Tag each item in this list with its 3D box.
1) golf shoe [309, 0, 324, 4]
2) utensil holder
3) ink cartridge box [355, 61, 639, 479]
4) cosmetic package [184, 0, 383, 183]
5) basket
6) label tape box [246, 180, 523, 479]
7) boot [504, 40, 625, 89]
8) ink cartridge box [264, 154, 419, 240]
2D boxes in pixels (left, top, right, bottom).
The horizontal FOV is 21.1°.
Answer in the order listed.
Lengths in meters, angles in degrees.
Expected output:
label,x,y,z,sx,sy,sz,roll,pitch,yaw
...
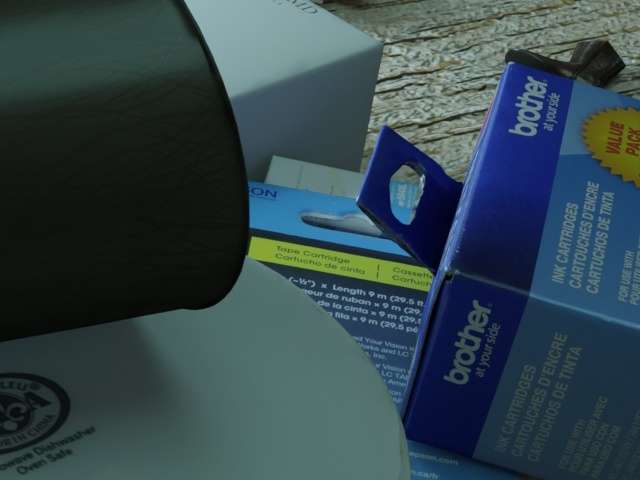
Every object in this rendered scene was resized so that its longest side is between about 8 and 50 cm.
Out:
label,x,y,z,sx,sy,sz,roll,pitch,yaw
golf shoe,-0.070,-0.292,1.741,0.306,0.115,0.140,-16,46,-32
utensil holder,-0.146,0.217,0.753,0.328,0.385,0.327,8,34,-5
ink cartridge box,0.213,0.037,1.132,0.396,0.151,0.270,15,37,4
cosmetic package,-0.146,-0.091,1.393,0.197,0.155,0.366,33,41,30
basket,-0.175,-0.029,0.629,0.227,0.154,0.204,-16,42,-29
label tape box,0.008,0.108,1.188,0.249,0.115,0.347,11,35,-2
boot,0.251,-0.183,1.745,0.106,0.037,0.114,33,41,6
ink cartridge box,0.000,0.000,1.360,0.143,0.092,0.090,13,34,0
